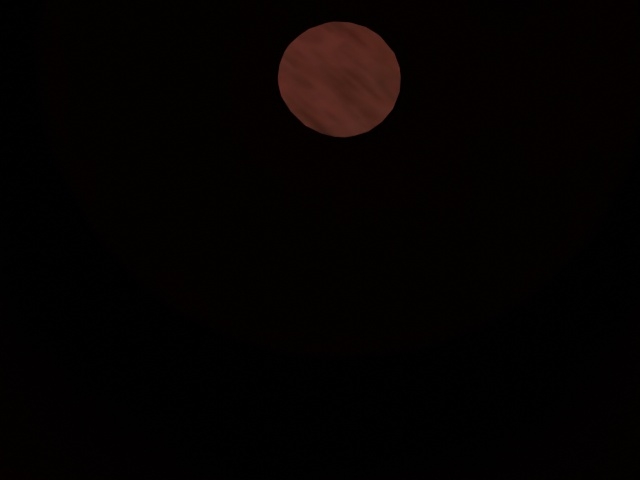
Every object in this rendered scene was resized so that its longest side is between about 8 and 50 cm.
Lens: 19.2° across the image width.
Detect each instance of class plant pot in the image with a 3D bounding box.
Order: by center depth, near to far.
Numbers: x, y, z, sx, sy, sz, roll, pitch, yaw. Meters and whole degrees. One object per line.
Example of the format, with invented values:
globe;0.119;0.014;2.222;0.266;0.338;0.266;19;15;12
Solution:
plant pot;0.000;0.000;0.427;0.323;0.323;0.280;1;19;2
